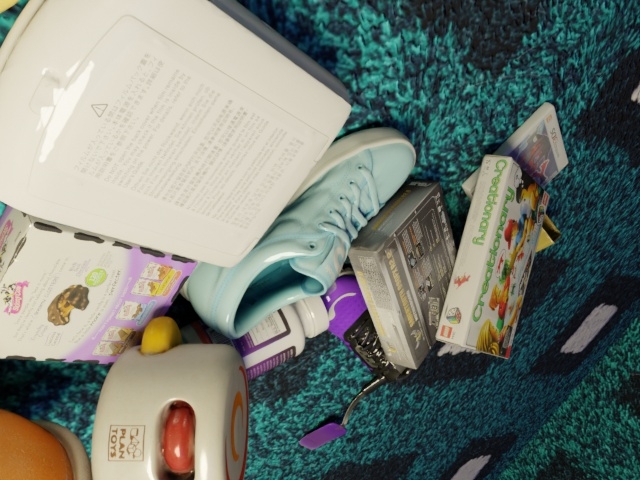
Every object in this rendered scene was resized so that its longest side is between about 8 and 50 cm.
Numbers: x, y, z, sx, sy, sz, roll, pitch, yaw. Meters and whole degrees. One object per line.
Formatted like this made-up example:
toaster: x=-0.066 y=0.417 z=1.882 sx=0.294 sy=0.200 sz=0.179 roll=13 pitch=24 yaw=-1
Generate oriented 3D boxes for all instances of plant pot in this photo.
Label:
plant pot: x=0.398 y=-0.013 z=1.131 sx=0.083 sy=0.081 sz=0.081 roll=-40 pitch=170 yaw=33

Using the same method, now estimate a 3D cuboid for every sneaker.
sneaker: x=0.090 y=0.156 z=0.976 sx=0.102 sy=0.146 sz=0.293 roll=-42 pitch=142 yaw=0
sneaker: x=0.000 y=0.000 z=0.756 sx=0.366 sy=0.150 sz=0.135 roll=-37 pitch=142 yaw=-7

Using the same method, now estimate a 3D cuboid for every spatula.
spatula: x=0.078 y=0.339 z=1.226 sx=0.296 sy=0.030 sz=0.084 roll=-44 pitch=139 yaw=1

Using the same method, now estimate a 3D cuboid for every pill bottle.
pill bottle: x=-0.090 y=0.132 z=0.833 sx=0.194 sy=0.108 sz=0.108 roll=-23 pitch=137 yaw=-23

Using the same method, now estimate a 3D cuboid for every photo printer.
photo printer: x=-0.143 y=-0.113 z=0.561 sx=0.308 sy=0.107 sz=0.256 roll=20 pitch=112 yaw=-50

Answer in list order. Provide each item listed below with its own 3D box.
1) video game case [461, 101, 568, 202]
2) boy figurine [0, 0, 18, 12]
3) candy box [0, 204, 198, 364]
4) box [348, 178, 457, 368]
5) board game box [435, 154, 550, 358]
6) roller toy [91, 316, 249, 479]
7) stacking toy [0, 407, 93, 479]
video game case: x=0.354 y=-0.120 z=1.050 sx=0.201 sy=0.023 sz=0.183 roll=-45 pitch=141 yaw=2
boy figurine: x=-0.263 y=-0.208 z=0.385 sx=0.285 sy=0.092 sz=0.177 roll=-54 pitch=155 yaw=9
candy box: x=-0.263 y=0.050 z=0.641 sx=0.196 sy=0.070 sz=0.164 roll=19 pitch=111 yaw=-48
box: x=0.141 y=0.051 z=0.896 sx=0.183 sy=0.056 sz=0.231 roll=-45 pitch=127 yaw=-34
board game box: x=0.293 y=0.035 z=0.978 sx=0.193 sy=0.053 sz=0.305 roll=22 pitch=82 yaw=-49
roller toy: x=-0.165 y=0.211 z=0.657 sx=0.146 sy=0.191 sz=0.209 roll=0 pitch=125 yaw=2
stacking toy: x=-0.452 y=0.176 z=0.473 sx=0.351 sy=0.351 sz=0.479 roll=-33 pitch=123 yaw=-13
